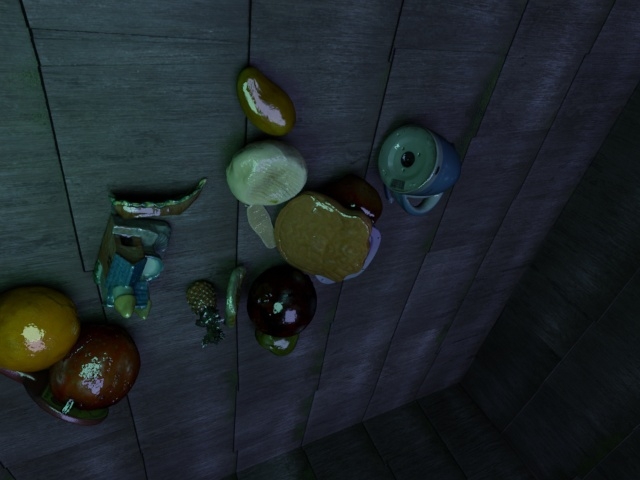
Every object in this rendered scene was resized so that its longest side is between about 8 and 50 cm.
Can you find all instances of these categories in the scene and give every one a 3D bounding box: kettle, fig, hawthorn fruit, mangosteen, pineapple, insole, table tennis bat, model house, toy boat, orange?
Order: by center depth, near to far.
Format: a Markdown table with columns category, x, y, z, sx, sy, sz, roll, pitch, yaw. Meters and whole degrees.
| category | x | y | z | sx | sy | sz | roll | pitch | yaw |
| --- | --- | --- | --- | --- | --- | --- | --- | --- | --- |
| orange | -0.871 | 0.264 | 1.254 | 0.261 | 0.261 | 0.260 | -17 | 135 | -19 |
| model house | -0.562 | 0.120 | 1.272 | 0.194 | 0.324 | 0.267 | 11 | 121 | -36 |
| toy boat | -0.483 | -0.119 | 1.279 | 0.293 | 0.109 | 0.099 | -16 | 102 | -28 |
| hawthorn fruit | -0.779 | 0.443 | 1.463 | 0.316 | 0.316 | 0.315 | -17 | 135 | -19 |
| table tennis bat | -0.941 | 0.526 | 1.469 | 0.415 | 0.268 | 0.051 | 39 | 84 | -21 |
| hawthorn fruit | 0.129 | -0.121 | 1.549 | 0.208 | 0.248 | 0.208 | -18 | 138 | -17 |
| pineapple | -0.420 | 0.273 | 1.551 | 0.125 | 0.251 | 0.125 | -19 | 148 | -13 |
| insole | -0.214 | -0.052 | 1.568 | 0.081 | 0.011 | 0.247 | -31 | 138 | -6 |
| kettle | 0.403 | -0.250 | 1.612 | 0.342 | 0.247 | 0.319 | 4 | 113 | -48 |
| mangosteen | -0.150 | 0.249 | 1.683 | 0.312 | 0.311 | 0.311 | -17 | 135 | -19 |
| fig | -0.161 | 0.379 | 1.887 | 0.275 | 0.206 | 0.206 | -53 | 140 | -14 |

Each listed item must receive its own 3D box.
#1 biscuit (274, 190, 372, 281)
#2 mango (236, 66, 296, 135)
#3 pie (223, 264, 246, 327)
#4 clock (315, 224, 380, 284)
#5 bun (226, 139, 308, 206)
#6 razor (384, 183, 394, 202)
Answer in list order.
| category | x | y | z | sx | sy | sz | roll | pitch | yaw |
| --- | --- | --- | --- | --- | --- | --- | --- | --- | --- |
| biscuit | -0.001 | 0.001 | 1.538 | 0.385 | 0.366 | 0.062 | 107 | 9 | -45 |
| mango | -0.163 | -0.403 | 1.227 | 0.136 | 0.099 | 0.227 | -37 | 130 | 8 |
| pie | -0.328 | 0.213 | 1.586 | 0.054 | 0.240 | 0.240 | 10 | 125 | -6 |
| clock | 0.090 | 0.029 | 1.766 | 0.339 | 0.102 | 0.338 | -17 | 134 | -19 |
| bun | -0.177 | -0.228 | 1.331 | 0.260 | 0.159 | 0.259 | -20 | 152 | -11 |
| razor | 0.279 | -0.229 | 1.703 | 0.068 | 0.037 | 0.191 | -56 | 150 | -33 |
